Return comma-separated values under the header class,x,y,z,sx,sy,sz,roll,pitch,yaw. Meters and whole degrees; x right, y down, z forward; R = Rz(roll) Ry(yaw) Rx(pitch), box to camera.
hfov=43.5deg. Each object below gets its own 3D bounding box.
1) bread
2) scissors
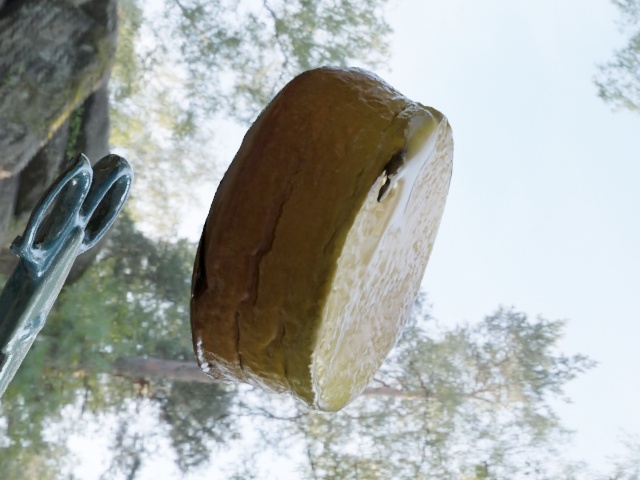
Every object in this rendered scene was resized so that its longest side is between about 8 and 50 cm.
class,x,y,z,sx,sy,sz,roll,pitch,yaw
bread,0.000,0.000,0.623,0.143,0.195,0.269,23,-76,25
scissors,-0.244,0.054,0.661,0.041,0.138,0.289,33,-80,4
